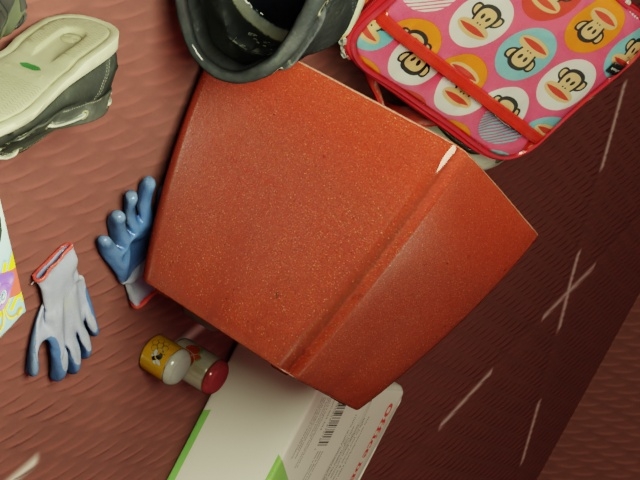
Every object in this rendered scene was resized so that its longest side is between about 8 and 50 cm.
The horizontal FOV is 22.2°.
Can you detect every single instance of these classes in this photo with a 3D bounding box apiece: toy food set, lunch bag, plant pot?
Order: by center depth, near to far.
[{"bbox_3d":[0.000,0.000,1.480,0.235,0.267,0.267,-59,153,-3],"label":"plant pot"},{"bbox_3d":[0.151,-0.211,1.607,0.258,0.120,0.293,-41,133,21],"label":"lunch bag"},{"bbox_3d":[-0.068,0.080,1.650,0.232,0.105,0.111,-48,154,-28],"label":"toy food set"}]

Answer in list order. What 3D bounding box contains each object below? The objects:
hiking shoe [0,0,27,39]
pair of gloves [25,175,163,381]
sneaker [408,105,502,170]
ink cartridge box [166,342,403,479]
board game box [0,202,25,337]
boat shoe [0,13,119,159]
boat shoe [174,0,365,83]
[{"bbox_3d":[-0.252,-0.168,1.007,0.114,0.086,0.227,-56,158,-20],"label":"hiking shoe"},{"bbox_3d":[-0.194,0.038,1.449,0.198,0.023,0.159,-47,153,-31],"label":"pair of gloves"},{"bbox_3d":[0.180,-0.159,1.922,0.182,0.158,0.410,-39,175,37],"label":"sneaker"},{"bbox_3d":[-0.035,0.227,1.876,0.198,0.115,0.273,-63,157,5],"label":"ink cartridge box"},{"bbox_3d":[-0.291,-0.032,0.955,0.142,0.144,0.275,-52,150,-39],"label":"board game box"},{"bbox_3d":[-0.226,-0.087,1.161,0.233,0.084,0.079,-39,148,-48],"label":"boat shoe"},{"bbox_3d":[-0.025,-0.314,1.197,0.156,0.187,0.500,-50,161,-38],"label":"boat shoe"}]
